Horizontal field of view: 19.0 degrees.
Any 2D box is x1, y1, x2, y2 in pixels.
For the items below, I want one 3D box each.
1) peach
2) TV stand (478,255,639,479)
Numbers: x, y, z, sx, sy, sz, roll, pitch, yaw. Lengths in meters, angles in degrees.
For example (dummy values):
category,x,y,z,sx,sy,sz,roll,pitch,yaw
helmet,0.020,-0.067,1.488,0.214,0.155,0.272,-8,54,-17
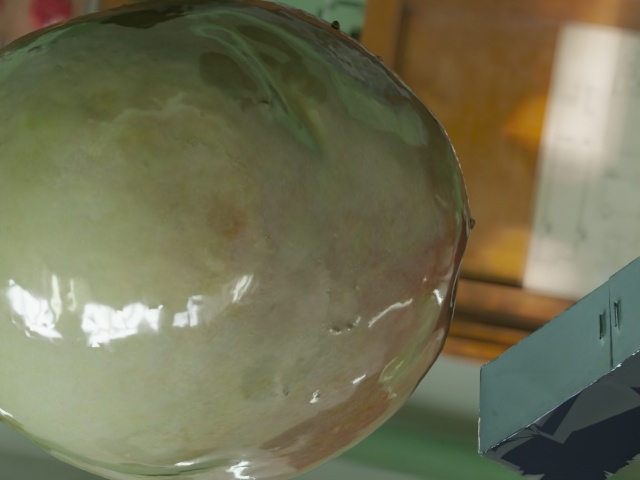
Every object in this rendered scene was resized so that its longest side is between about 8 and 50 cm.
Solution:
category,x,y,z,sx,sy,sz,roll,pitch,yaw
peach,-0.066,0.009,0.995,0.292,0.247,0.292,8,143,6
TV stand,0.222,0.070,1.260,0.088,0.083,0.269,28,133,-23
